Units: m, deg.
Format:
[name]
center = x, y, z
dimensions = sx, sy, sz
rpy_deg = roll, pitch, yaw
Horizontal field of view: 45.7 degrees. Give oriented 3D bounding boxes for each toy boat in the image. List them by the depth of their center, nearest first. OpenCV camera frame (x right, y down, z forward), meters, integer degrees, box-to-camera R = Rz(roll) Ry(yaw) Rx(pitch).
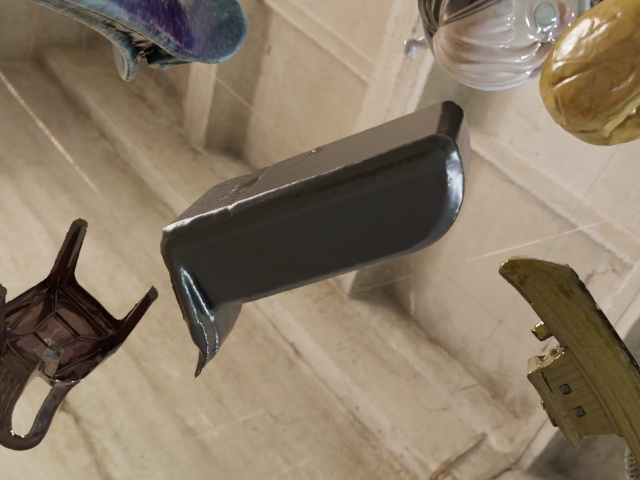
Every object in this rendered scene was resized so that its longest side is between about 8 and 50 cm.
[toy boat]
center = 0.303, 0.157, 0.873
dimensions = 0.121, 0.089, 0.321
rpy_deg = -35, -94, 18

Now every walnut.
[walnut]
center = 0.345, -0.194, 0.853
dimensions = 0.206, 0.159, 0.159
rpy_deg = -41, -110, 50

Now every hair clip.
[hair clip]
center = -0.105, -0.107, 0.307
dimensions = 0.083, 0.275, 0.048
rpy_deg = -5, -87, 10

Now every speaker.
[speaker]
center = 0.000, 0.000, 0.866
dimensions = 0.388, 0.180, 0.184
rpy_deg = -19, -74, 20

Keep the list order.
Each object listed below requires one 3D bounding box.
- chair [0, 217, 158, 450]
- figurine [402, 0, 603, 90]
[chair]
center = -0.404, 0.155, 1.131
dimensions = 0.175, 0.183, 0.326
rpy_deg = 44, -47, 4
[figurine]
center = 0.318, -0.353, 1.139
dimensions = 0.211, 0.361, 0.253
rpy_deg = 115, -48, -69
